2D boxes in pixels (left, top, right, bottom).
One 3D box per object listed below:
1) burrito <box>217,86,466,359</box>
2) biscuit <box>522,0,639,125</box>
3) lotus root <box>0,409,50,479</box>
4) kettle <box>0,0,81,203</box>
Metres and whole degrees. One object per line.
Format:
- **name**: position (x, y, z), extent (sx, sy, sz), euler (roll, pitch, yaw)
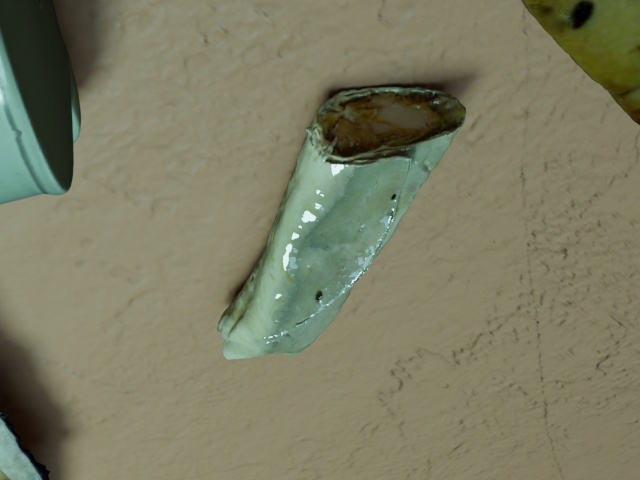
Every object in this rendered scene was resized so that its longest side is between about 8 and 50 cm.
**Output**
- **burrito**: position (0.000, 0.000, 0.721), extent (0.087, 0.060, 0.226), euler (7, 132, -28)
- **biscuit**: position (0.270, -0.190, 0.610), extent (0.359, 0.046, 0.359), euler (-7, 137, -7)
- **lotus root**: position (-0.275, 0.153, 0.798), extent (0.167, 0.078, 0.329), euler (-23, 142, -12)
- **kettle**: position (-0.269, -0.062, 0.487), extent (0.317, 0.205, 0.265), euler (-14, 134, -5)
